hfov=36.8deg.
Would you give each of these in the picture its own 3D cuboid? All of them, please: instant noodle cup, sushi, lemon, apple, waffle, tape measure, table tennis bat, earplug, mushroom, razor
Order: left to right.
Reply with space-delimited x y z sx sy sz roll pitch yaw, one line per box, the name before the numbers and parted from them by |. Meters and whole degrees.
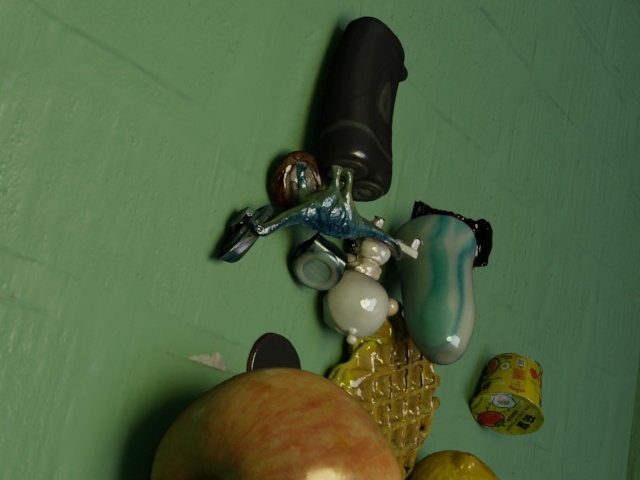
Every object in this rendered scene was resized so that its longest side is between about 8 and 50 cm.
apple | -0.071 0.388 1.447 0.347 0.392 0.391 8 84 -48
table tennis bat | -0.067 0.260 1.753 0.220 0.019 0.130 57 48 -36
mushroom | -0.044 -0.106 1.746 0.123 0.052 0.123 -6 99 -49
tape measure | 0.003 0.001 1.804 0.104 0.107 0.179 29 40 -26
razor | 0.083 -0.254 1.863 0.204 0.114 0.348 46 47 -52
waffle | 0.134 0.339 1.988 0.379 0.095 0.382 56 50 -42
earplug | 0.240 0.114 1.934 0.324 0.185 0.185 -89 156 -51
lemon | 0.280 0.577 2.064 0.233 0.234 0.288 -21 132 -53
sushi | 0.303 0.005 2.157 0.172 0.151 0.153 36 62 -50
instant noodle cup | 0.477 0.378 2.409 0.182 0.182 0.144 59 36 -37

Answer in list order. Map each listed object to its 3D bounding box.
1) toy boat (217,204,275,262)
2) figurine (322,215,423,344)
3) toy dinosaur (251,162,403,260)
toy boat | -0.132 -0.008 1.621 0.060 0.055 0.141 50 48 -14
figurine | 0.089 0.088 1.868 0.182 0.145 0.256 41 61 -51
toy dinosaur | 0.022 -0.055 1.719 0.363 0.076 0.147 12 79 -43
